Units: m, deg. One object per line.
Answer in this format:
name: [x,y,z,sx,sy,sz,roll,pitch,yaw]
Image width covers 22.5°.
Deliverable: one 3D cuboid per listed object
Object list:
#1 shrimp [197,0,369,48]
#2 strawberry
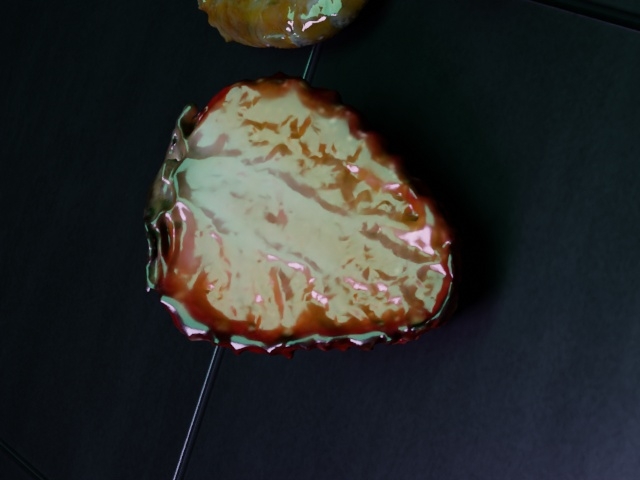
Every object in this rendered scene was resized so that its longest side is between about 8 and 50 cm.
shrimp: [-0.019,-0.198,1.184,0.187,0.051,0.132,2,65,43]
strawberry: [0.000,0.000,1.081,0.236,0.111,0.190,24,89,25]
